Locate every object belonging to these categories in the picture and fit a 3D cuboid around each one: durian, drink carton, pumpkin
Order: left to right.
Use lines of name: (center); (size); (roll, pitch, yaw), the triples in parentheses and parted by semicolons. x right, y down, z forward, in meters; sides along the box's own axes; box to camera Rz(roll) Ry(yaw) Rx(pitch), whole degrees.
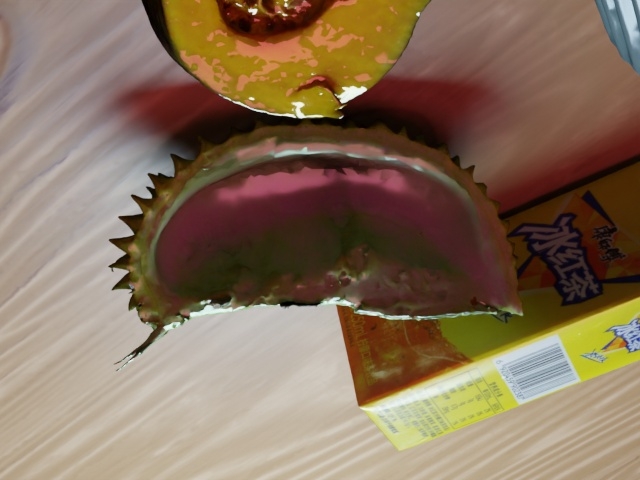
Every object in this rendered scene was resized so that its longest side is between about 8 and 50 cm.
durian: (-0.006, -0.006, 0.896); (0.355, 0.170, 0.157); (-6, 138, -9)
pumpkin: (0.018, -0.227, 0.700); (0.221, 0.139, 0.317); (19, 126, -24)
drink carton: (0.200, 0.063, 1.022); (0.351, 0.155, 0.111); (-24, 139, 13)

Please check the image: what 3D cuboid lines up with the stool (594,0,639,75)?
stool: (0.265, -0.268, 0.604); (0.297, 0.297, 0.330); (-21, 140, 9)
